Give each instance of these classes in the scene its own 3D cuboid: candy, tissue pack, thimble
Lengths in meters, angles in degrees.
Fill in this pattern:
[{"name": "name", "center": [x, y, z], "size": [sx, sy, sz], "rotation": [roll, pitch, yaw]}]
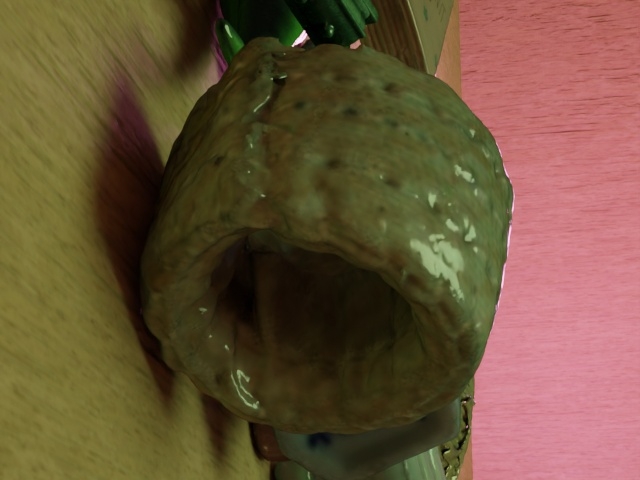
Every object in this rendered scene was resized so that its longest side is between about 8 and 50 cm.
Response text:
[{"name": "candy", "center": [-0.040, 0.171, 1.617], "size": [0.103, 0.043, 0.103], "rotation": [-3, 90, -79]}, {"name": "tissue pack", "center": [0.089, -0.298, 1.672], "size": [0.325, 0.071, 0.170], "rotation": [-72, 150, -53]}, {"name": "thimble", "center": [0.000, 0.000, 1.247], "size": [0.291, 0.291, 0.195], "rotation": [75, 19, -46]}]

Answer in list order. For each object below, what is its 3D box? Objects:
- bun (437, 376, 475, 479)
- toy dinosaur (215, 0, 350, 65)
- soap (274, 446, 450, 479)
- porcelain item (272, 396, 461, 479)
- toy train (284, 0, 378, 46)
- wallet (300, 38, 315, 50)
[{"name": "bun", "center": [0.091, 0.227, 1.989], "size": [0.273, 0.168, 0.273], "rotation": [7, 90, -67]}, {"name": "toy dinosaur", "center": [-0.044, -0.301, 1.518], "size": [0.500, 0.144, 0.374], "rotation": [45, 38, -81]}, {"name": "soap", "center": [0.107, 0.430, 1.703], "size": [0.261, 0.156, 0.446], "rotation": [35, 35, -73]}, {"name": "porcelain item", "center": [0.037, 0.036, 1.554], "size": [0.178, 0.243, 0.405], "rotation": [54, 20, -29]}, {"name": "toy train", "center": [-0.005, -0.235, 1.384], "size": [0.170, 0.071, 0.111], "rotation": [51, 39, -46]}, {"name": "wallet", "center": [0.009, -0.138, 1.944], "size": [0.141, 0.059, 0.202], "rotation": [-71, 155, -69]}]
